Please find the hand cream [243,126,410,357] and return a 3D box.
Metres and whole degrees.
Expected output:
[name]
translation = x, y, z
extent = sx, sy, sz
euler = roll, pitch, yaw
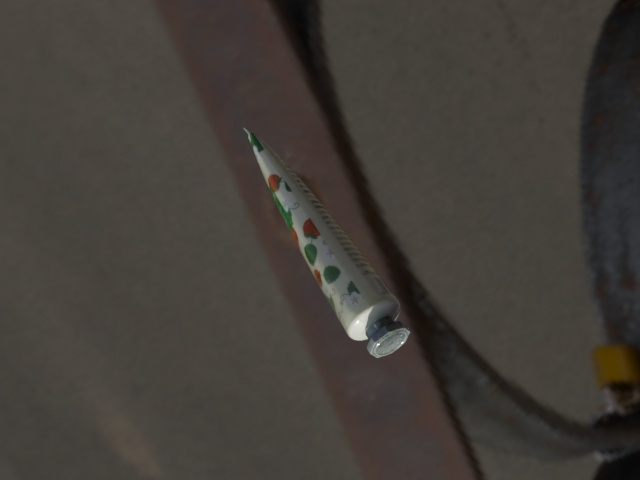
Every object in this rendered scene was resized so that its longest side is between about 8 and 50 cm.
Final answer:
[hand cream]
translation = 0.000, 0.000, 1.781
extent = 0.059, 0.095, 0.276
euler = -33, 61, -2
